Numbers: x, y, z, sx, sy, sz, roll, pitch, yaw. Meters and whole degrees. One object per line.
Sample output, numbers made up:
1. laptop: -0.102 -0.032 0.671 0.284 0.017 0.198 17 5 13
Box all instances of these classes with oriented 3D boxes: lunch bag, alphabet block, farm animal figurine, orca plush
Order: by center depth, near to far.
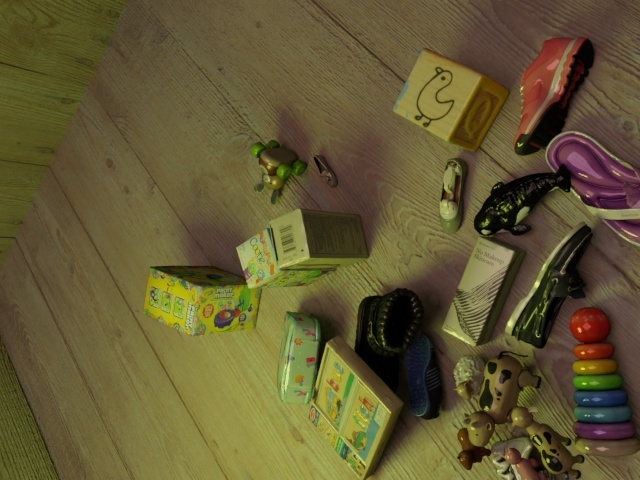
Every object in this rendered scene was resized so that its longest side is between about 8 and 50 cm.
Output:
1. farm animal figurine: 0.438 0.419 1.411 0.330 0.172 0.326 -19 54 48
2. orca plush: 0.485 -0.089 1.485 0.287 0.102 0.151 -19 79 49
3. alphabet block: 0.349 -0.373 1.584 0.197 0.194 0.192 37 112 32
4. lunch bag: -0.071 0.362 1.878 0.224 0.108 0.278 -164 82 -81

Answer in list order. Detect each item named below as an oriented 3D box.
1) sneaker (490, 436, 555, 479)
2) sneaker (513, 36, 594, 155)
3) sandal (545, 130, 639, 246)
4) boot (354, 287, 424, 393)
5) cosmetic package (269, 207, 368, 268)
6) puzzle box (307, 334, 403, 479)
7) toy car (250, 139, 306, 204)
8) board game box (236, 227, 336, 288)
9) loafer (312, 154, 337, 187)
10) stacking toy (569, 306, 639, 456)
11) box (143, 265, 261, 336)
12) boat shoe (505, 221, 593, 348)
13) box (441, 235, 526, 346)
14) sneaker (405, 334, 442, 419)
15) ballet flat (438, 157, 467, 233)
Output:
1. sneaker: 0.534 0.633 1.465 0.118 0.110 0.292 -29 71 24
2. sneaker: 0.558 -0.364 1.493 0.136 0.116 0.313 35 102 44
3. sandal: 0.689 -0.110 1.368 0.416 0.102 0.169 41 113 31
4. boot: 0.187 0.308 1.643 0.260 0.131 0.347 160 108 -72
5. cosmetic package: 0.000 0.000 1.772 0.129 0.296 0.153 -20 75 36
6. puzzle box: 0.087 0.497 1.725 0.272 0.052 0.408 43 141 31
7. toy car: -0.167 -0.221 2.016 0.155 0.149 0.188 40 123 21
8. board game box: -0.104 0.059 1.861 0.142 0.275 0.144 -30 70 33
9. loafer: 0.010 -0.226 1.932 0.045 0.039 0.125 -40 65 29
10. stacking toy: 0.644 0.320 1.374 0.141 0.141 0.330 -11 78 37
11. box: -0.413 0.203 2.083 0.279 0.290 0.176 14 97 38
12. boat shoe: 0.579 0.120 1.429 0.113 0.127 0.339 40 113 32
13. box: 0.430 0.133 1.563 0.113 0.094 0.275 26 104 35
14. sneaker: 0.298 0.388 1.672 0.082 0.090 0.232 -14 58 37
15. ballet flat: 0.358 -0.125 1.644 0.072 0.068 0.213 10 94 37
